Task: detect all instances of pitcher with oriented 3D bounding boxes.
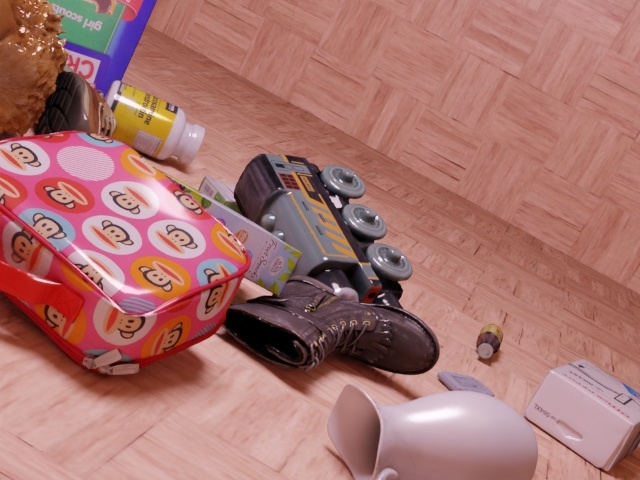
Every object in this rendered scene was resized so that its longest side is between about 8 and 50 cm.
[{"bbox_3d":[0.128,0.238,1.135,0.207,0.125,0.177,10,40,-23],"label":"pitcher"}]

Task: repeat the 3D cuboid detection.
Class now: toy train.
[{"bbox_3d":[0.000,0.000,1.629,0.190,0.142,0.334,5,42,-36],"label":"toy train"}]

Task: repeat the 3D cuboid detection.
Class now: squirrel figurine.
[{"bbox_3d":[-0.579,-0.318,1.620,0.397,0.281,0.370,32,-2,-35],"label":"squirrel figurine"}]

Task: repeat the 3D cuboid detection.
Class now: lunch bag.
[{"bbox_3d":[-0.246,0.006,1.139,0.293,0.120,0.258,39,31,19],"label":"lunch bag"}]

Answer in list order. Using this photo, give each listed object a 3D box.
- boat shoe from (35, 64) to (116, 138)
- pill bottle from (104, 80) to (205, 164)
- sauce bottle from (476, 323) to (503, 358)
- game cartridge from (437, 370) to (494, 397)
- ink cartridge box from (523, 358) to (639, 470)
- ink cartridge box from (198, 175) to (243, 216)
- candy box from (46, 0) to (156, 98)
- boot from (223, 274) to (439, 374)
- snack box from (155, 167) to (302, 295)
[{"bbox_3d":[-0.386,-0.203,1.750,0.120,0.122,0.324,31,11,-29],"label":"boat shoe"},{"bbox_3d":[-0.306,-0.207,1.946,0.184,0.103,0.103,23,14,-16],"label":"pill bottle"},{"bbox_3d":[0.283,0.172,1.817,0.042,0.042,0.128,29,15,7],"label":"sauce bottle"},{"bbox_3d":[0.213,0.214,1.574,0.083,0.017,0.056,16,14,-40],"label":"game cartridge"},{"bbox_3d":[0.416,0.260,1.646,0.148,0.086,0.203,33,14,23],"label":"ink cartridge box"},{"bbox_3d":[-0.098,-0.032,1.783,0.209,0.062,0.109,19,15,-32],"label":"ink cartridge box"},{"bbox_3d":[-0.460,-0.413,1.958,0.268,0.317,0.122,22,16,-19],"label":"candy box"},{"bbox_3d":[0.011,0.128,1.372,0.263,0.091,0.229,21,13,12],"label":"boot"},{"bbox_3d":[-0.146,-0.019,1.387,0.207,0.070,0.174,31,-2,-23],"label":"snack box"}]
